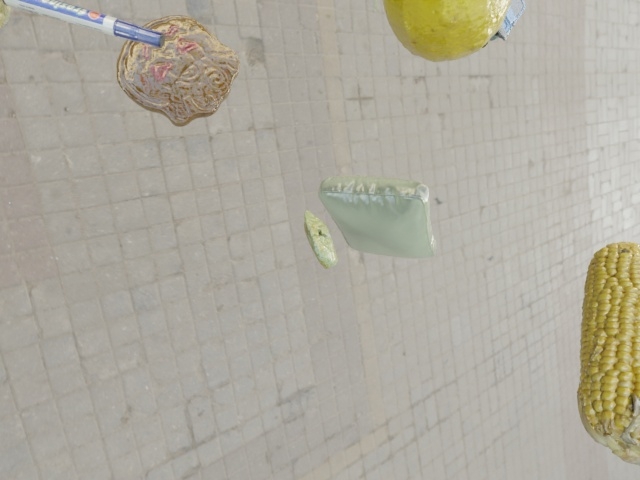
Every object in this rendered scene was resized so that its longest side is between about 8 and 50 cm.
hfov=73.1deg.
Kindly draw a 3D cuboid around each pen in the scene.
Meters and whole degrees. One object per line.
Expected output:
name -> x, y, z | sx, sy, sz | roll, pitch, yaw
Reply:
pen -> -0.305, -0.290, 0.562 | 0.203, 0.025, 0.025 | 14, 85, -4

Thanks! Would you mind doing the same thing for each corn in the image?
corn -> 0.379, 0.122, 0.544 | 0.106, 0.106, 0.293 | 46, 49, -30

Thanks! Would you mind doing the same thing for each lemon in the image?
lemon -> 0.242, -0.481, 0.826 | 0.319, 0.245, 0.246 | 34, 72, -61

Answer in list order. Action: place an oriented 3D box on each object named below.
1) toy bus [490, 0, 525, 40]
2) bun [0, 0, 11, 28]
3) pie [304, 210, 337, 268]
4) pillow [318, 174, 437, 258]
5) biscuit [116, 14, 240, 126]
toy bus -> 0.374, -0.553, 1.020 | 0.090, 0.184, 0.106 | 15, 113, -46
bun -> -0.515, -0.358, 0.606 | 0.128, 0.178, 0.193 | -54, 154, -66
pie -> 0.000, 0.000, 1.670 | 0.089, 0.248, 0.201 | -23, 146, 2
pillow -> 0.151, -0.050, 1.064 | 0.322, 0.255, 0.120 | 55, 48, -57
biscuit -> -0.347, -0.421, 1.060 | 0.257, 0.049, 0.273 | 37, 73, -10
